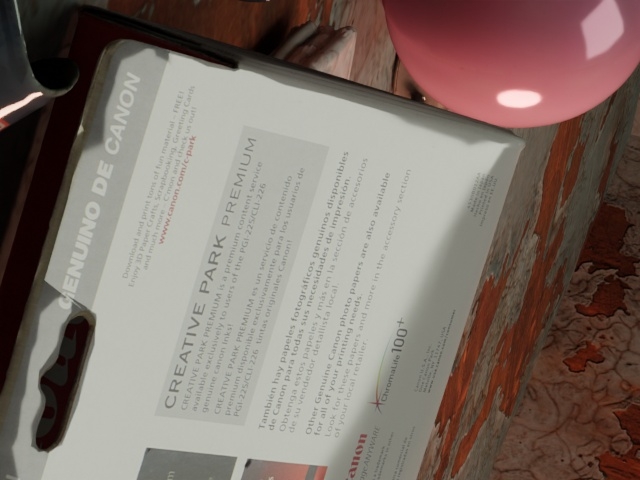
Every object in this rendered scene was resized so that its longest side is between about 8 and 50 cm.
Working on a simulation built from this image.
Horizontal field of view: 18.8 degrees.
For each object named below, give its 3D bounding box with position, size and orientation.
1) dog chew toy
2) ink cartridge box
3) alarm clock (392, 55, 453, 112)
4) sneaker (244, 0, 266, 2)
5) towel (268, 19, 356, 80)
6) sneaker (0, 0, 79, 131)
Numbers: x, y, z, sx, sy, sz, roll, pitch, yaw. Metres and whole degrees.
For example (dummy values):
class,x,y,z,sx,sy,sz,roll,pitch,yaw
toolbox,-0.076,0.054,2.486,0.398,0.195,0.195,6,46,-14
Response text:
class,x,y,z,sx,sy,sz,roll,pitch,yaw
dog chew toy,0.147,-0.247,1.395,0.206,0.207,0.331,-58,154,-45
ink cartridge box,-0.073,0.058,0.934,0.272,0.130,0.309,12,98,-45
alarm clock,0.102,-0.153,1.633,0.129,0.064,0.192,87,29,-59
sneaker,-0.025,-0.174,0.855,0.235,0.153,0.094,-52,159,-54
towel,-0.074,0.055,1.206,0.332,0.053,0.317,-51,156,-56
sneaker,-0.157,-0.028,0.520,0.131,0.148,0.350,65,46,-72
